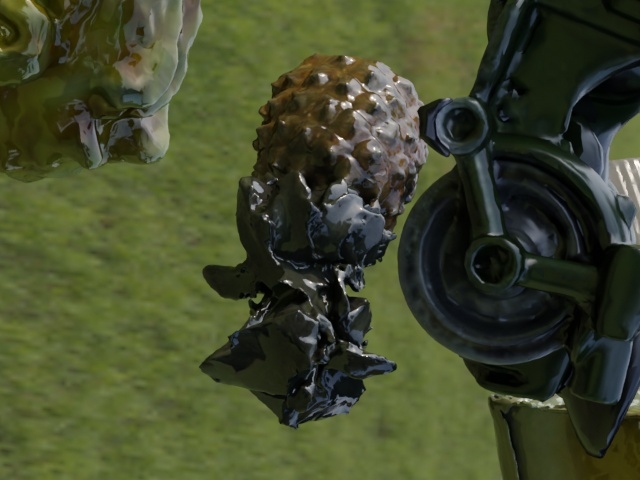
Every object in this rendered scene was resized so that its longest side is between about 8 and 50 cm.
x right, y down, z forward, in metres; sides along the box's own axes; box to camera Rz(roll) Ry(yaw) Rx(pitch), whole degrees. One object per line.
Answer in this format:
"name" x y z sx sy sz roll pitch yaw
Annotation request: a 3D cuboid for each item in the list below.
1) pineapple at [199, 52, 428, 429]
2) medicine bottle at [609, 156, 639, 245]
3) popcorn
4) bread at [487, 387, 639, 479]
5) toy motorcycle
"pineapple" 0.000 0.000 0.904 0.111 0.119 0.237 100 5 -49
"medicine bottle" 0.239 0.150 1.060 0.224 0.224 0.384 73 4 -57
"popcorn" -0.233 -0.199 1.354 0.321 0.290 0.325 -62 176 -19
"bread" 0.196 0.153 0.773 0.156 0.261 0.158 -50 162 13
"toy motorcycle" 0.110 -0.054 0.606 0.205 0.127 0.275 -7 112 -77
